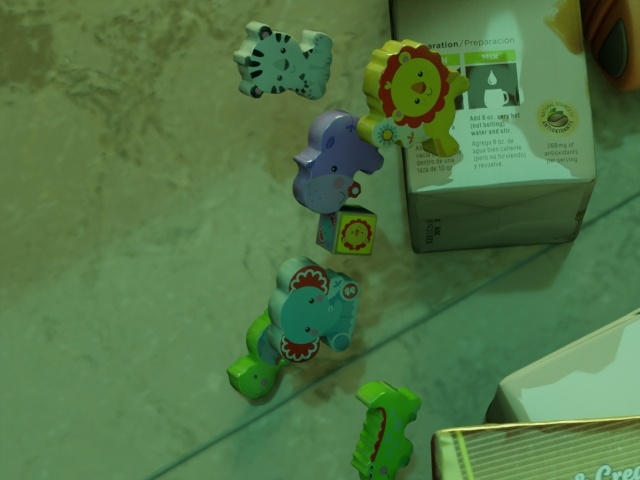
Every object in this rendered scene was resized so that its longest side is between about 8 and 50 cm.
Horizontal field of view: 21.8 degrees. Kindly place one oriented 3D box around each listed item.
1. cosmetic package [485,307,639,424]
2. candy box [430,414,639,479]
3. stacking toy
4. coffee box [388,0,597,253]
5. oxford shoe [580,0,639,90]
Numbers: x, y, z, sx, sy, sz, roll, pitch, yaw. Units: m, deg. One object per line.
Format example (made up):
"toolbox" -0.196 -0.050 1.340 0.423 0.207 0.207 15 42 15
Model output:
"cosmetic package" 0.247 0.197 0.817 0.197 0.155 0.365 -24 76 -3
"candy box" 0.210 0.161 0.703 0.317 0.087 0.182 -5 78 4
"stacking toy" 0.000 0.000 0.843 0.052 0.167 0.221 2 102 -26
"coffee box" 0.086 -0.129 0.909 0.098 0.141 0.246 -4 77 2
"oxford shoe" 0.202 -0.261 0.944 0.133 0.130 0.363 1 78 -4
